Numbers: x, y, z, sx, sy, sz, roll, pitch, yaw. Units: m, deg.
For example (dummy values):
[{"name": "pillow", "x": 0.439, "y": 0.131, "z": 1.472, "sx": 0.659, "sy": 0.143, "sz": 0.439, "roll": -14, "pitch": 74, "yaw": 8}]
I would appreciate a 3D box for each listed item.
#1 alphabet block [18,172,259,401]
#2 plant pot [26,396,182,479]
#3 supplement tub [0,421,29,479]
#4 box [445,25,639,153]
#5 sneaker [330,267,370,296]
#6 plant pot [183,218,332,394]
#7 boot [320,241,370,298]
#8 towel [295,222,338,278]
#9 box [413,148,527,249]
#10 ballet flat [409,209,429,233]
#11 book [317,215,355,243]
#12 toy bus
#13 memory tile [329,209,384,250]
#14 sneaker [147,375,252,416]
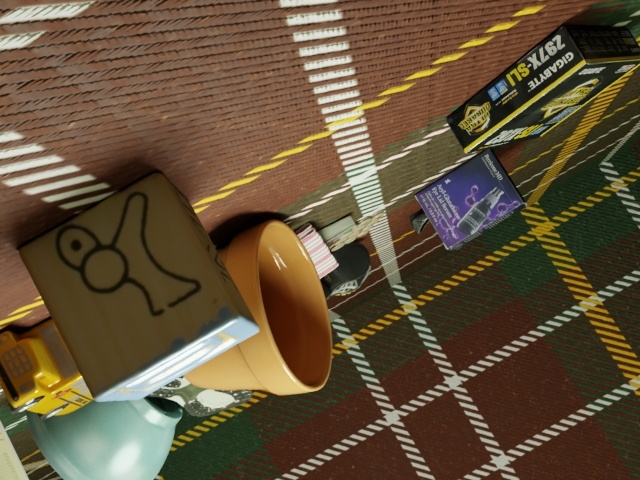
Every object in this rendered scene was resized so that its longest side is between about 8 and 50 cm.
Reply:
[{"name": "alphabet block", "x": -0.209, "y": 0.063, "z": 1.022, "sx": 0.192, "sy": 0.197, "sz": 0.193, "roll": -29, "pitch": 169, "yaw": -4}, {"name": "plant pot", "x": -0.401, "y": 0.352, "z": 1.685, "sx": 0.196, "sy": 0.293, "sz": 0.293, "roll": -42, "pitch": 169, "yaw": 5}, {"name": "supplement tub", "x": -0.525, "y": 0.352, "z": 1.156, "sx": 0.235, "sy": 0.325, "sz": 0.235, "roll": -29, "pitch": 170, "yaw": -6}, {"name": "box", "x": 0.401, "y": -0.266, "z": 1.487, "sx": 0.257, "sy": 0.079, "sz": 0.322, "roll": -36, "pitch": 169, "yaw": 37}, {"name": "sneaker", "x": 0.043, "y": 0.104, "z": 2.248, "sx": 0.215, "sy": 0.084, "sz": 0.083, "roll": -25, "pitch": 164, "yaw": -20}, {"name": "plant pot", "x": -0.128, "y": 0.130, "z": 1.426, "sx": 0.203, "sy": 0.291, "sz": 0.291, "roll": -17, "pitch": 174, "yaw": 19}, {"name": "boot", "x": -0.021, "y": 0.104, "z": 2.101, "sx": 0.263, "sy": 0.091, "sz": 0.229, "roll": -33, "pitch": -176, "yaw": -34}, {"name": "towel", "x": -0.049, "y": 0.046, "z": 1.698, "sx": 0.144, "sy": 0.029, "sz": 0.197, "roll": -32, "pitch": 151, "yaw": 1}, {"name": "box", "x": 0.348, "y": -0.092, "z": 1.956, "sx": 0.207, "sy": 0.153, "sz": 0.108, "roll": -34, "pitch": 169, "yaw": 13}, {"name": "ballet flat", "x": 0.307, "y": -0.080, "z": 2.180, "sx": 0.173, "sy": 0.049, "sz": 0.057, "roll": -35, "pitch": 170, "yaw": 25}, {"name": "book", "x": 0.000, "y": 0.000, "z": 1.778, "sx": 0.144, "sy": 0.035, "sz": 0.096, "roll": -30, "pitch": 174, "yaw": -10}, {"name": "toy bus", "x": -0.421, "y": 0.204, "z": 1.346, "sx": 0.130, "sy": 0.108, "sz": 0.333, "roll": -28, "pitch": 170, "yaw": -11}, {"name": "memory tile", "x": 0.083, "y": -0.022, "z": 1.944, "sx": 0.113, "sy": 0.012, "sz": 0.148, "roll": -26, "pitch": 169, "yaw": -23}, {"name": "sneaker", "x": -0.286, "y": 0.208, "z": 1.657, "sx": 0.158, "sy": 0.182, "sz": 0.410, "roll": -28, "pitch": 145, "yaw": 6}]
